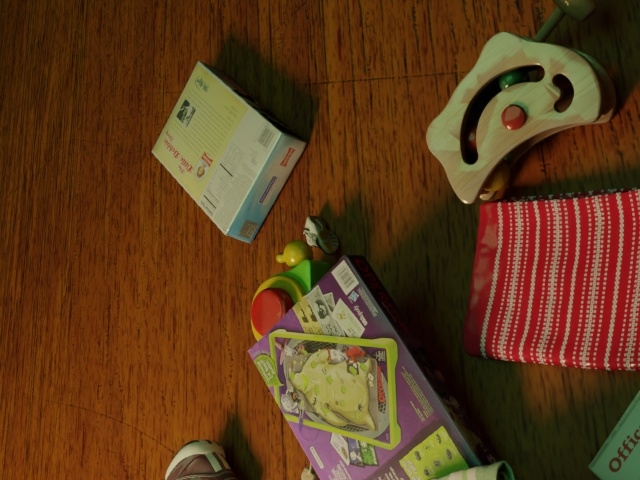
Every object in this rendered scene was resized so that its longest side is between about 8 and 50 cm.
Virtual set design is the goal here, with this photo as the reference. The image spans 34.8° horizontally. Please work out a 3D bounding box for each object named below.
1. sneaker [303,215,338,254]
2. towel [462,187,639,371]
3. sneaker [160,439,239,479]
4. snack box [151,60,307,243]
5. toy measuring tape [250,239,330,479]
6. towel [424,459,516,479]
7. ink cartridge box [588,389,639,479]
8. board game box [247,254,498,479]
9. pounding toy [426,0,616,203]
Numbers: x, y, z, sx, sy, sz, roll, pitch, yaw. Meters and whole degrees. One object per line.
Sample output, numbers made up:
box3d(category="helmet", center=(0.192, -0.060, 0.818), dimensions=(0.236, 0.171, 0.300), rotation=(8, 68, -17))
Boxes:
box3d(category="sneaker", center=(0.000, 0.000, 1.477), dimensions=(0.037, 0.032, 0.083), rotation=(-66, 33, 28))
box3d(category="towel", center=(0.266, 0.040, 1.130), dimensions=(0.275, 0.031, 0.199), rotation=(-4, 74, 55))
box3d(category="sneaker", center=(-0.199, 0.442, 1.475), dimensions=(0.162, 0.106, 0.281), rotation=(39, 105, 45))
box3d(category="snack box", center=(-0.161, -0.154, 1.690), dimensions=(0.187, 0.060, 0.322), rotation=(-60, 41, 13))
box3d(category="toy measuring tape", center=(-0.039, 0.164, 1.402), dimensions=(0.121, 0.121, 0.330), rotation=(-9, 79, 47))
box3d(category="towel", center=(0.134, 0.349, 0.971), dimensions=(0.325, 0.038, 0.248), rotation=(130, 130, -68))
box3d(category="ink cartridge box", center=(0.375, 0.214, 0.916), dimensions=(0.158, 0.092, 0.218), rotation=(-60, 39, 13))
box3d(category="board game box", center=(0.064, 0.214, 1.230), dimensions=(0.208, 0.056, 0.347), rotation=(-43, 65, 24))
box3d(category="pounding toy", center=(0.261, -0.162, 1.202), dimensions=(0.154, 0.155, 0.269), rotation=(42, 113, 18))
